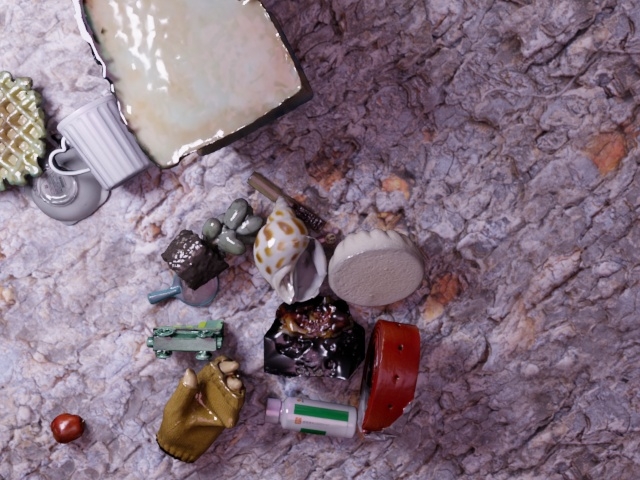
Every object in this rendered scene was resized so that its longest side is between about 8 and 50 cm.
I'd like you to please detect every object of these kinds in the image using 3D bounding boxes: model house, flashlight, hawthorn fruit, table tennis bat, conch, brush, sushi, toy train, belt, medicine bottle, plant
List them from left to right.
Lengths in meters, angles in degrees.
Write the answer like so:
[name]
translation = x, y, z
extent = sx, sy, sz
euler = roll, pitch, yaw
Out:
[hawthorn fruit]
translation = -0.699, 0.517, 1.603
extent = 0.093, 0.093, 0.093
euler = -1, 97, -4
[table tennis bat]
translation = -0.380, 0.133, 1.602
extent = 0.201, 0.033, 0.124
euler = -18, 96, -6
[toy train]
translation = -0.363, 0.267, 1.570
extent = 0.200, 0.132, 0.083
euler = 4, 102, -3
[model house]
translation = -0.280, -0.445, 1.367
extent = 0.395, 0.400, 0.445
euler = -28, 100, 12
[plant]
translation = -0.277, 0.005, 1.529
extent = 0.274, 0.149, 0.146
euler = -37, 142, -13
[brush]
translation = -0.093, -0.105, 1.589
extent = 0.248, 0.036, 0.043
euler = 36, 86, -7
[conch]
translation = -0.089, 0.023, 1.532
extent = 0.182, 0.148, 0.275
euler = -2, 100, -29
[medicine bottle]
translation = -0.028, 0.500, 1.641
extent = 0.260, 0.095, 0.095
euler = 11, 96, -6
[sushi]
translation = -0.010, 0.250, 1.572
extent = 0.227, 0.215, 0.213
euler = 2, 93, 16
[flashlight]
translation = 0.000, 0.000, 1.610
extent = 0.110, 0.031, 0.052
euler = -13, 98, -2
[belt]
translation = 0.183, 0.381, 1.575
extent = 0.115, 0.227, 0.324
euler = 11, 93, -3

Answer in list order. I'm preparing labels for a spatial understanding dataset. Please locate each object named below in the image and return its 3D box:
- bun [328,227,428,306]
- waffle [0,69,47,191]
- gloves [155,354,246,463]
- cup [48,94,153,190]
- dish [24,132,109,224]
[bun]
translation = 0.145, 0.044, 1.567
extent = 0.263, 0.175, 0.263
euler = -4, 138, -3
[waffle]
translation = -0.838, -0.278, 1.478
extent = 0.291, 0.056, 0.309
euler = -5, 91, 9
[gloves]
translation = -0.320, 0.452, 1.577
extent = 0.203, 0.155, 0.356
euler = 32, 114, -16
[cup]
translation = -0.562, -0.234, 1.484
extent = 0.221, 0.167, 0.202
euler = -28, 102, 16
[dish]
translation = -0.679, -0.159, 1.518
extent = 0.224, 0.078, 0.246
euler = 1, 97, -3
